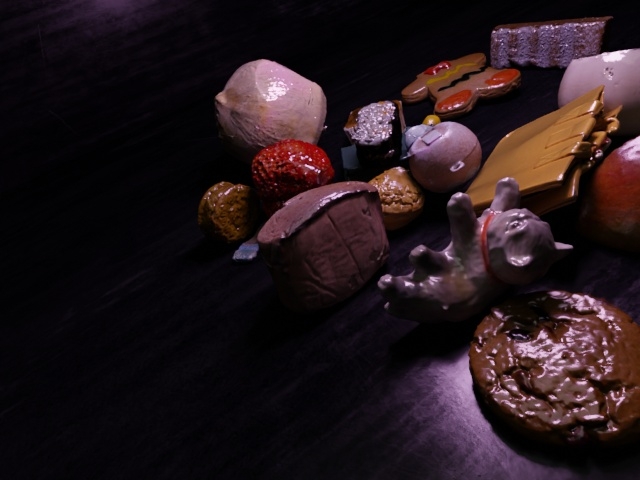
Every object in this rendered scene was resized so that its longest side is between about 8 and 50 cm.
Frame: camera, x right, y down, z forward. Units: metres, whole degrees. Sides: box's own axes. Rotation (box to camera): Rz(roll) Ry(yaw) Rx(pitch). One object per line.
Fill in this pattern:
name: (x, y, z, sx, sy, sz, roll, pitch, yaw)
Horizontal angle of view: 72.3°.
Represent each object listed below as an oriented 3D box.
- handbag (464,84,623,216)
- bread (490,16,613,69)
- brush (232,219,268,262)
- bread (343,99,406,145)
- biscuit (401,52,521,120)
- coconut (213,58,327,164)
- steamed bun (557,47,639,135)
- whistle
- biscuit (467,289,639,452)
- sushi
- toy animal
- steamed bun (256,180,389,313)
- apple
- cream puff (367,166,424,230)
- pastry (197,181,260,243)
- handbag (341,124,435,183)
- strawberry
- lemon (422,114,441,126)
handbag: (0.509, -0.175, 1.006, 0.401, 0.133, 0.283, -46, 6, -33)
bread: (0.852, -0.739, 1.657, 0.113, 0.165, 0.417, -40, 39, -28)
brush: (-0.194, -0.003, 1.301, 0.070, 0.021, 0.196, -1, 39, 22)
bread: (0.201, -0.433, 1.611, 0.210, 0.109, 0.192, -5, 36, 21)
biscuit: (0.512, -0.602, 1.679, 0.369, 0.076, 0.394, -24, 37, 5)
coconut: (-0.208, -0.448, 1.583, 0.405, 0.404, 0.404, -13, 35, 10)
steamed bun: (0.787, -0.374, 1.127, 0.325, 0.206, 0.324, -3, 17, 1)
whistle: (0.318, -0.236, 1.186, 0.189, 0.189, 0.347, -18, 28, 3)
biscuit: (0.383, 0.189, 0.709, 0.296, 0.075, 0.295, -15, 34, 10)
sushi: (0.176, -0.315, 1.300, 0.136, 0.126, 0.225, 0, 41, 21)
toy animal: (0.277, 0.058, 0.803, 0.308, 0.266, 0.188, -14, 37, -24)
steamed bun: (0.000, 0.000, 1.028, 0.301, 0.251, 0.199, -31, 25, -21)
apple: (0.704, -0.094, 0.868, 0.346, 0.179, 0.253, -13, 73, 11)
cream puff: (0.190, -0.118, 1.176, 0.189, 0.129, 0.189, -12, 39, 9)
pastry: (-0.273, -0.084, 1.309, 0.103, 0.188, 0.188, 17, 49, 34)
handbag: (0.229, -0.274, 1.404, 0.327, 0.089, 0.238, -14, 34, 8)
strawberry: (-0.066, -0.173, 1.265, 0.239, 0.250, 0.288, -36, 15, -26)
lemon: (0.384, -0.401, 1.517, 0.065, 0.065, 0.092, 3, 43, 29)
